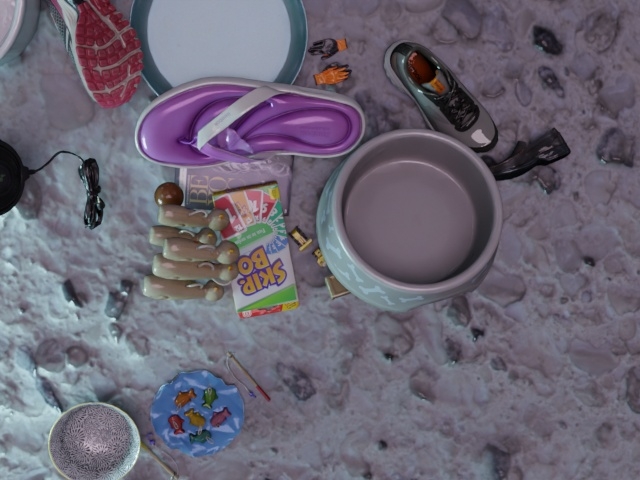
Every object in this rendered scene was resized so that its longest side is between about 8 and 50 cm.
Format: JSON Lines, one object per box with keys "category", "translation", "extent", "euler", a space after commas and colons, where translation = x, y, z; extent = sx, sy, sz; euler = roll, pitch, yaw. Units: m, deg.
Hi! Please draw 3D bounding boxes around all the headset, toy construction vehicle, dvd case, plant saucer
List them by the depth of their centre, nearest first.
{"category": "headset", "translation": [-0.576, -0.087, 1.376], "extent": [0.394, 0.243, 0.185], "euler": [-9, 103, -25]}
{"category": "plant saucer", "translation": [-0.182, -0.375, 1.454], "extent": [0.318, 0.044, 0.317], "euler": [-1, 100, -6]}
{"category": "dvd case", "translation": [-0.161, -0.134, 1.514], "extent": [0.221, 0.018, 0.164], "euler": [4, 101, -7]}
{"category": "toy construction vehicle", "translation": [0.000, 0.000, 1.548], "extent": [0.086, 0.035, 0.098], "euler": [-39, 102, 2]}

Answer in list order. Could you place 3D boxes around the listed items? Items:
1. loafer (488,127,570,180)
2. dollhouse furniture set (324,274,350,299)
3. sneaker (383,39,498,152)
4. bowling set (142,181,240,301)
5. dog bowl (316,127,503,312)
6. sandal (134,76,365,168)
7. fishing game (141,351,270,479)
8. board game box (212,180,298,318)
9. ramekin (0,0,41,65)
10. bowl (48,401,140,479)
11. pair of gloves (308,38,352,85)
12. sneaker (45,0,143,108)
{"category": "loafer", "translation": [0.393, -0.164, 1.557], "extent": [0.170, 0.062, 0.061], "euler": [-20, 80, -6]}
{"category": "dollhouse furniture set", "translation": [0.080, 0.015, 1.545], "extent": [0.182, 0.101, 0.161], "euler": [-18, 77, -6]}
{"category": "sneaker", "translation": [0.227, -0.260, 1.489], "extent": [0.271, 0.108, 0.100], "euler": [42, 92, -13]}
{"category": "bowling set", "translation": [-0.221, -0.013, 1.445], "extent": [0.154, 0.287, 0.200], "euler": [6, 71, -20]}
{"category": "dog bowl", "translation": [0.169, -0.045, 1.458], "extent": [0.349, 0.102, 0.348], "euler": [1, 75, -3]}
{"category": "sandal", "translation": [-0.118, -0.202, 1.423], "extent": [0.416, 0.102, 0.169], "euler": [-6, 120, -9]}
{"category": "fishing game", "translation": [-0.241, 0.344, 1.586], "extent": [0.264, 0.041, 0.189], "euler": [-37, 105, 1]}
{"category": "board game box", "translation": [-0.120, 0.025, 1.533], "extent": [0.124, 0.039, 0.259], "euler": [-11, 109, -3]}
{"category": "ramekin", "translation": [-0.607, -0.407, 1.339], "extent": [0.277, 0.135, 0.277], "euler": [0, 102, 2]}
{"category": "bowl", "translation": [-0.428, 0.376, 1.549], "extent": [0.170, 0.080, 0.170], "euler": [-1, 101, -6]}
{"category": "pair of gloves", "translation": [0.018, -0.334, 1.500], "extent": [0.074, 0.010, 0.083], "euler": [-12, 101, -4]}
{"category": "sneaker", "translation": [-0.399, -0.375, 1.392], "extent": [0.121, 0.112, 0.299], "euler": [-22, 99, -34]}
